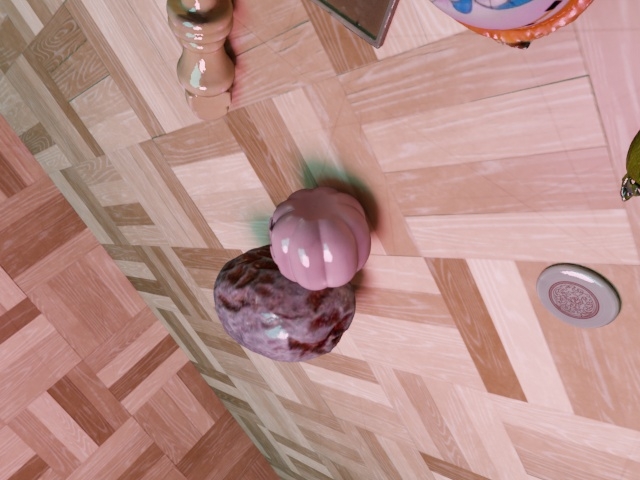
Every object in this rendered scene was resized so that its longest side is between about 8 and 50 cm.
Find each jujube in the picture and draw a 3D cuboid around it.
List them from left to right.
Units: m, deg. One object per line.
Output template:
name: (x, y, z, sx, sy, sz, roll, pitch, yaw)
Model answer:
jujube: (-0.072, 0.117, 1.065, 0.308, 0.246, 0.215, 3, 99, 38)

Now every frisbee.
frisbee: (0.351, 0.079, 0.731, 0.110, 0.014, 0.110, 31, 146, 24)

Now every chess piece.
chess piece: (-0.177, -0.335, 0.795, 0.117, 0.117, 0.397, 36, 149, 16)

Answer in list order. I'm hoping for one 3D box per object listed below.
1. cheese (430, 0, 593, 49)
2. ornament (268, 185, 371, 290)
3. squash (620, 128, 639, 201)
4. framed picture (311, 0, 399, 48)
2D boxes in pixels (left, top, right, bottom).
cheese: (0.118, -0.282, 0.475, 0.329, 0.129, 0.217, 27, 151, 37)
ornament: (0.000, 0.000, 0.909, 0.177, 0.177, 0.177, 31, 146, 24)
squash: (0.357, -0.126, 0.435, 0.318, 0.080, 0.071, 129, 134, -58)
framed picture: (0.002, -0.368, 0.629, 0.250, 0.016, 0.184, 39, 149, 12)
